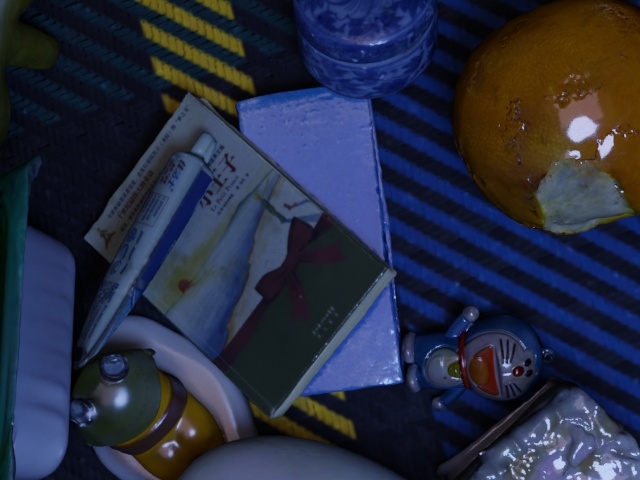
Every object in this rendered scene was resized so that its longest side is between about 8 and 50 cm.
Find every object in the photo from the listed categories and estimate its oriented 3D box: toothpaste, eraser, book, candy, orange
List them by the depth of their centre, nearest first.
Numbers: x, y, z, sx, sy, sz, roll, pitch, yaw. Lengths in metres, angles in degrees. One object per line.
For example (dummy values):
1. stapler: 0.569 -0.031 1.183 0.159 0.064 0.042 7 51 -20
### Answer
1. orange: 0.243 -0.119 1.489 0.240 0.240 0.240 0 87 6
2. candy: 0.211 0.232 1.500 0.185 0.195 0.137 -39 88 -2
3. toothpaste: -0.174 0.009 1.541 0.069 0.047 0.268 15 71 47
4. book: -0.086 0.014 1.584 0.289 0.026 0.201 41 102 17
5. eraser: 0.000 0.000 1.606 0.144 0.042 0.312 -8 86 7

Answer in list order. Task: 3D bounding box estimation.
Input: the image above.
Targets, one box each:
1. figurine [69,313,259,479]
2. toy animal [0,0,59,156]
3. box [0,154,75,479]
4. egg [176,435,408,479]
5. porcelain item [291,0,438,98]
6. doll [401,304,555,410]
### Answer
1. figurine: -0.160 0.183 1.564 0.250 0.141 0.166 42 90 7
2. toy animal: -0.353 -0.250 1.601 0.181 0.180 0.363 23 83 0
3. box: -0.324 0.118 1.542 0.264 0.106 0.336 -26 58 45
4. egg: -0.004 0.336 1.471 0.345 0.283 0.283 42 92 19
5. porcelain item: 0.045 -0.228 1.559 0.147 0.114 0.147 -1 66 3
6. doll: 0.159 0.118 1.563 0.152 0.085 0.114 -3 110 16
